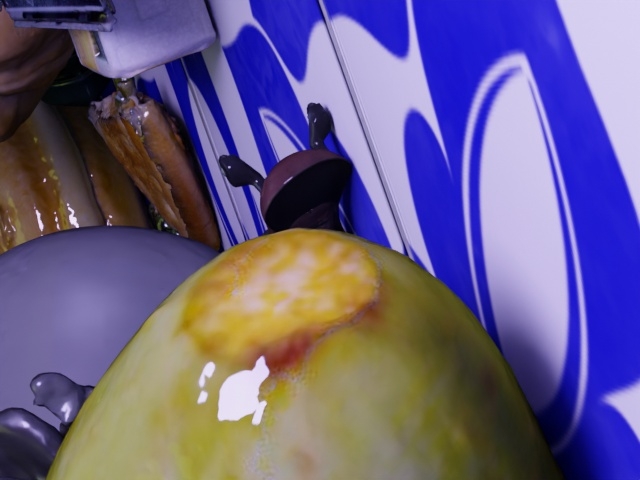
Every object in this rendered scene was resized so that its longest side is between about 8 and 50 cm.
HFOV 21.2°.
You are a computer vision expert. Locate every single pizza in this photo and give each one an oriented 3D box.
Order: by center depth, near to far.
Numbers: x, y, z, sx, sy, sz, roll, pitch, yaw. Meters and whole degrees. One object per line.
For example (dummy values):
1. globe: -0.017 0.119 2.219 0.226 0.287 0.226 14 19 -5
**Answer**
1. pizza: -0.153 -0.083 1.520 0.195 0.052 0.185 41 157 48

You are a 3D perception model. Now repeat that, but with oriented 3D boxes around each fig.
1. fig: -0.006 0.142 0.751 0.258 0.258 0.326 -121 27 -42

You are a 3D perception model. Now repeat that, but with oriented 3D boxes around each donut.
1. donut: -0.314 -0.021 2.057 0.449 0.198 0.449 159 90 -76

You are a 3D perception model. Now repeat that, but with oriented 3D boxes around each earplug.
1. earplug: -0.160 0.188 1.306 0.312 0.313 0.394 103 165 -71

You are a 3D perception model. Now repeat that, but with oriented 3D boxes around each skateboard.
1. skateboard: 0.000 0.000 0.971 0.080 0.067 0.151 49 165 33

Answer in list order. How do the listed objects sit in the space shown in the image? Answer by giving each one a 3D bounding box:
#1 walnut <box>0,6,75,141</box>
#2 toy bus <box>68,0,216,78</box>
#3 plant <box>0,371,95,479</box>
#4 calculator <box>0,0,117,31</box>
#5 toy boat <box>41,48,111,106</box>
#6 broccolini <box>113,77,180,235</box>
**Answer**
1. walnut: -0.346 -0.254 1.524 0.306 0.306 0.344 86 172 -57
2. toy bus: -0.172 -0.279 1.151 0.138 0.097 0.342 -144 34 -67
3. plant: -0.071 0.187 1.038 0.188 0.276 0.199 -118 26 -61
4. calculator: -0.201 -0.215 1.125 0.274 0.028 0.165 16 129 65
5. toy boat: -0.269 -0.194 1.785 0.103 0.093 0.246 66 172 -24
6. broccolini: -0.161 -0.113 1.611 0.057 0.071 0.254 -14 -90 -60
